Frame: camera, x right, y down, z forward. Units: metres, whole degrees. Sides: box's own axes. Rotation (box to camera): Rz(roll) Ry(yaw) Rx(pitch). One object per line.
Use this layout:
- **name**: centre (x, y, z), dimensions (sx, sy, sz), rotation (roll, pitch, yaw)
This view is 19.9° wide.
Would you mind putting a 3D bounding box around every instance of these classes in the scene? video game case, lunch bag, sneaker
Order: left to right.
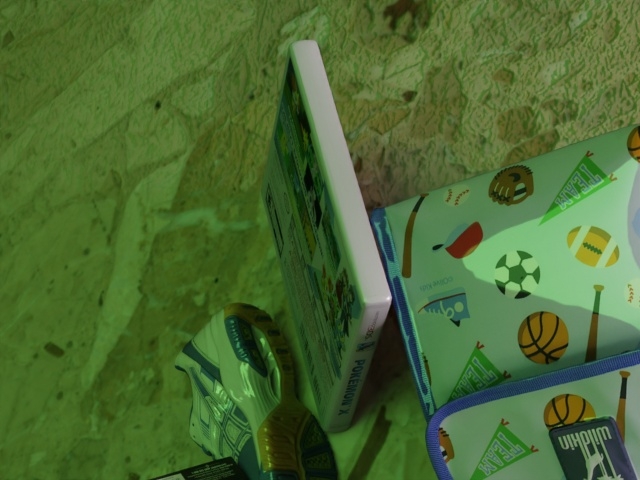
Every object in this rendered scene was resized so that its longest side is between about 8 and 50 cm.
- **sneaker**: centre (-0.077, 0.221, 2.043), dimensions (0.131, 0.112, 0.296), rotation (-37, 54, 29)
- **video game case**: centre (0.000, 0.000, 1.988), dimensions (0.036, 0.300, 0.329), rotation (-8, 60, -13)
- **lunch bag**: centre (0.261, 0.109, 1.837), dimensions (0.328, 0.239, 0.385), rotation (-17, 78, 19)

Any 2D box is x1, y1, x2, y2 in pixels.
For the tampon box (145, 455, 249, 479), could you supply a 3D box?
- **tampon box**: centre (-0.138, 0.333, 1.957), dimensions (0.101, 0.120, 0.161), rotation (50, 135, 33)
